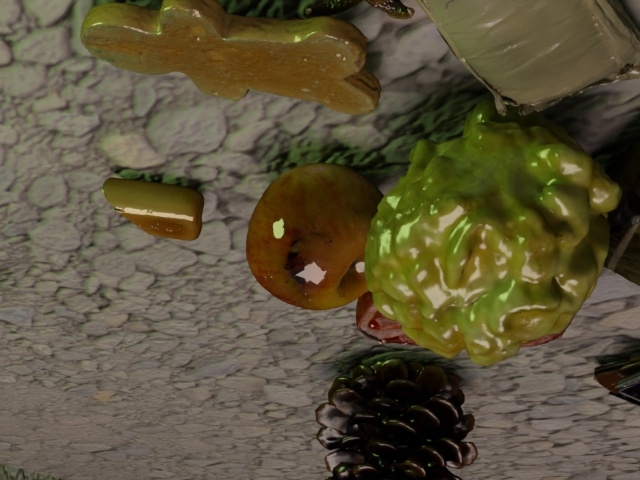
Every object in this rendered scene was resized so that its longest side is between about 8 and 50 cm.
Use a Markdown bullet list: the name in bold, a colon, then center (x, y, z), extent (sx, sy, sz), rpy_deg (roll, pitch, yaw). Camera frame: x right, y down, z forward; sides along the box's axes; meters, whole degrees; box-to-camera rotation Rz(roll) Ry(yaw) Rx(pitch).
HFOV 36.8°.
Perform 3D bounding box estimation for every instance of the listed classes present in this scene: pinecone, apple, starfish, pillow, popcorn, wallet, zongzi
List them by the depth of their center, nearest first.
- **pillow**: center (0.142, -0.157, 0.664), extent (0.119, 0.053, 0.208), rpy_deg (-23, 144, 26)
- **starfish**: center (0.025, -0.181, 0.681), extent (0.091, 0.028, 0.078), rpy_deg (20, 145, -20)
- **popcorn**: center (0.142, -0.012, 0.810), extent (0.181, 0.217, 0.235), rpy_deg (33, 123, 0)
- **zongzi**: center (0.253, -0.047, 0.852), extent (0.204, 0.094, 0.205), rpy_deg (18, 153, 32)
- **apple**: center (0.000, 0.000, 0.911), extent (0.147, 0.146, 0.146), rpy_deg (6, 154, 3)
- **wallet**: center (0.458, 0.169, 1.271), extent (0.095, 0.026, 0.176), rpy_deg (30, 141, -35)
- **pinecone**: center (0.099, 0.309, 1.371), extent (0.246, 0.292, 0.246), rpy_deg (5, 121, 9)

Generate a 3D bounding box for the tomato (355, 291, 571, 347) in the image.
- **tomato**: center (0.152, 0.049, 1.036), extent (0.237, 0.095, 0.236), rpy_deg (2, 155, 1)

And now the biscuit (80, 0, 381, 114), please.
- **biscuit**: center (-0.073, -0.149, 0.743), extent (0.234, 0.030, 0.153), rpy_deg (9, 163, 12)

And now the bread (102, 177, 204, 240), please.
- **bread**: center (-0.171, -0.034, 0.998), extent (0.103, 0.049, 0.062), rpy_deg (8, 145, 0)

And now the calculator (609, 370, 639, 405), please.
- **calculator**: center (0.514, 0.160, 1.196), extent (0.166, 0.028, 0.274), rpy_deg (21, 141, -33)
